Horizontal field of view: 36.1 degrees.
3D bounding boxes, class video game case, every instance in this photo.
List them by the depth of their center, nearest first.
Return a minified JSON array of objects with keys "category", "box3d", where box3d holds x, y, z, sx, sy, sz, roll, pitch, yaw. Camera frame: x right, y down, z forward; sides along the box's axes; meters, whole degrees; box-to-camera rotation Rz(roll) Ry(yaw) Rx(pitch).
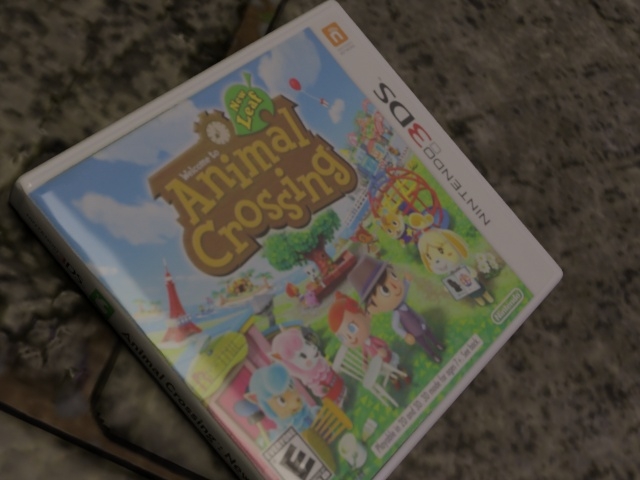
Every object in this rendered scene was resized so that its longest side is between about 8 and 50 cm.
[{"category":"video game case","box3d":[0.000,0.000,0.459,0.193,0.023,0.212,50,52,1]}]
